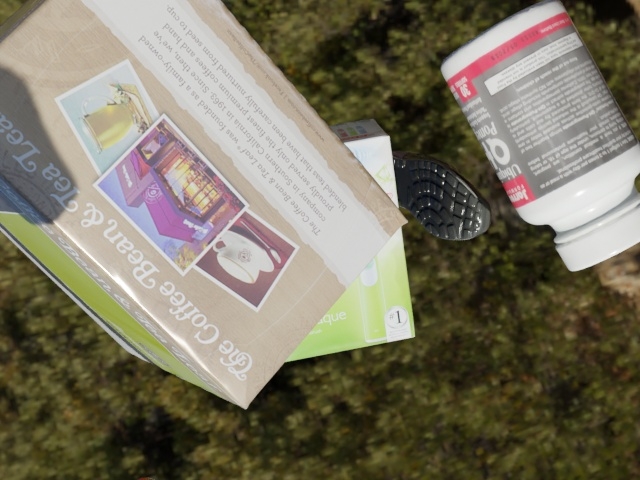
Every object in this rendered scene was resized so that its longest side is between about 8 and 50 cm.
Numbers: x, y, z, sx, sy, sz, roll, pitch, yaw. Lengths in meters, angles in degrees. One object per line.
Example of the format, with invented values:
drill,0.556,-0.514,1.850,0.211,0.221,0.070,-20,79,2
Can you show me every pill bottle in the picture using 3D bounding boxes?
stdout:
pill bottle,0.301,-0.130,1.374,0.318,0.176,0.176,61,150,1

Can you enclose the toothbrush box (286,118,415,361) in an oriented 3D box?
toothbrush box,0.000,0.000,1.431,0.122,0.206,0.283,-115,16,-72

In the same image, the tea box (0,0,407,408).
tea box,-0.161,-0.060,0.942,0.329,0.220,0.323,48,164,-21

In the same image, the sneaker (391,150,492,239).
sneaker,0.184,-0.086,1.641,0.283,0.124,0.107,32,124,50

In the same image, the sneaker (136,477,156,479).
sneaker,-0.220,0.419,1.544,0.175,0.064,0.067,64,170,-9
